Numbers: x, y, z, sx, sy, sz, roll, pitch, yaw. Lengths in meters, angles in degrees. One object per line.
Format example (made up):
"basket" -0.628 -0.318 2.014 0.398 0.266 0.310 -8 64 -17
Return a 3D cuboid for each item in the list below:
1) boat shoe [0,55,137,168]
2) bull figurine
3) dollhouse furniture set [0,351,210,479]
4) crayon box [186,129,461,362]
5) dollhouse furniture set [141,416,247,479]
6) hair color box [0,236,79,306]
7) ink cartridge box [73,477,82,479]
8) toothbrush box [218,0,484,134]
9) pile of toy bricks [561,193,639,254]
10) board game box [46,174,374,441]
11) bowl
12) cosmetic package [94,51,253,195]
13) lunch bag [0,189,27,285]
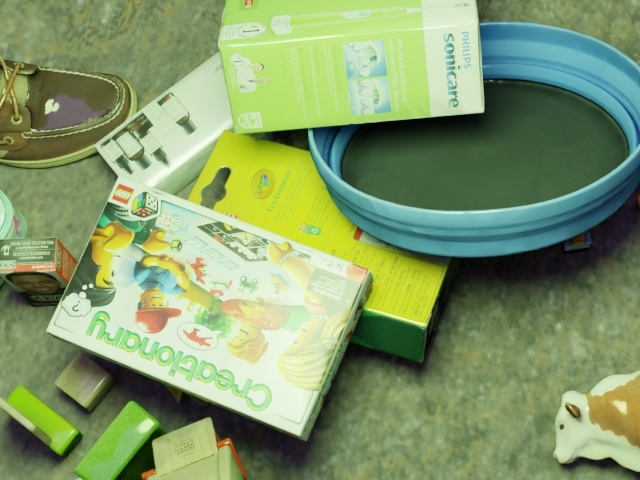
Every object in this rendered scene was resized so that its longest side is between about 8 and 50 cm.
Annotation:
"boat shoe" -0.403 -0.167 1.749 0.342 0.123 0.123 -1 71 6
"bull figurine" 0.412 0.196 1.541 0.310 0.101 0.188 -28 74 -1
"dollhouse furniture set" -0.208 0.123 1.610 0.197 0.151 0.301 35 78 17
"crayon box" 0.000 0.000 1.637 0.318 0.081 0.202 17 54 12
"dollhouse furniture set" -0.092 0.334 1.505 0.262 0.135 0.259 -22 113 -2
"hair color box" -0.325 0.038 1.658 0.072 0.141 0.043 -2 70 6
"ink cartridge box" -0.357 0.392 1.508 0.275 0.060 0.239 -25 25 -2
"toothbrush box" 0.038 -0.234 1.613 0.283 0.122 0.206 -6 36 6
"pile of toy bricks" 0.317 -0.061 1.638 0.212 0.105 0.118 -10 70 3
"board game box" -0.119 0.071 1.527 0.305 0.053 0.193 20 78 12
"bowl" 0.182 -0.119 1.597 0.391 0.077 0.391 -6 38 5
"cosmetic package" -0.153 -0.146 1.747 0.239 0.060 0.099 -39 72 -7
"lunch bag" -0.495 0.026 1.700 0.224 0.108 0.279 26 76 15
